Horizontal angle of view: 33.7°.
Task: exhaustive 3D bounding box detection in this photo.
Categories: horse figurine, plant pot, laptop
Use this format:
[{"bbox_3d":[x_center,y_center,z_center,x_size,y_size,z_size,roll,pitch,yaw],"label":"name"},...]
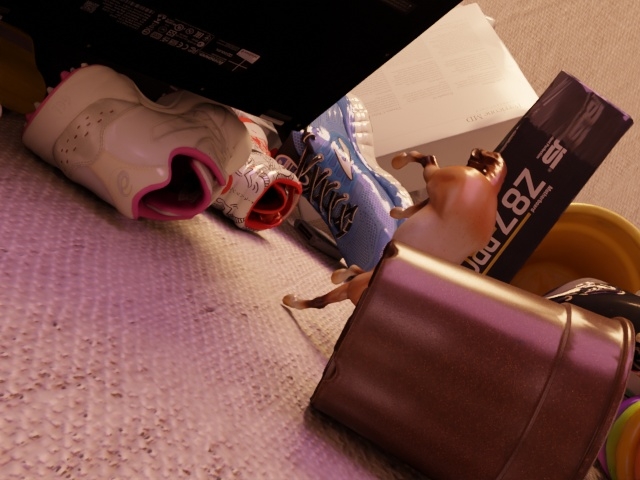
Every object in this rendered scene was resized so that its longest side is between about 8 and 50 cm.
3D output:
[{"bbox_3d":[0.081,0.004,0.898,0.066,0.263,0.174,49,-18,-27],"label":"horse figurine"},{"bbox_3d":[0.092,0.089,0.698,0.165,0.167,0.167,27,7,1],"label":"plant pot"},{"bbox_3d":[0.365,0.091,1.608,0.254,0.254,0.239,35,-8,7],"label":"plant pot"},{"bbox_3d":[-0.138,-0.265,0.918,0.382,0.408,0.236,15,51,-44],"label":"laptop"}]

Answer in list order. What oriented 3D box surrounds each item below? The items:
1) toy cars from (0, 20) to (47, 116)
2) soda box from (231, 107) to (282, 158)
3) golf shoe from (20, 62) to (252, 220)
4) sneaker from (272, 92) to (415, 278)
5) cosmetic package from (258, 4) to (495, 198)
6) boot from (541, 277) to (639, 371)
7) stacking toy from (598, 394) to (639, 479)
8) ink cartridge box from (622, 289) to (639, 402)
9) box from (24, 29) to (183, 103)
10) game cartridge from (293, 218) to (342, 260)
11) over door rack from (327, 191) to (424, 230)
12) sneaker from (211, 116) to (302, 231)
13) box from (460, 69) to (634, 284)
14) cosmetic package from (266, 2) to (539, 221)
[{"bbox_3d":[-0.308,-0.173,0.886,0.176,0.087,0.393,32,7,-11],"label":"toy cars"},{"bbox_3d":[-0.182,-0.182,1.491,0.286,0.091,0.098,36,8,20],"label":"soda box"},{"bbox_3d":[-0.132,-0.067,0.950,0.140,0.115,0.306,45,18,16],"label":"golf shoe"},{"bbox_3d":[0.009,-0.067,1.346,0.147,0.130,0.330,5,45,-34],"label":"sneaker"},{"bbox_3d":[0.067,-0.282,1.917,0.394,0.329,0.327,24,-5,8],"label":"cosmetic package"},{"bbox_3d":[0.266,0.104,1.031,0.236,0.085,0.178,-23,18,-33],"label":"boot"},{"bbox_3d":[0.350,0.219,1.101,0.166,0.175,0.302,39,-9,-17],"label":"stacking toy"},{"bbox_3d":[0.414,0.174,1.247,0.201,0.117,0.278,35,-21,9],"label":"ink cartridge box"},{"bbox_3d":[-0.274,-0.209,1.219,0.261,0.103,0.184,27,13,-43],"label":"box"},{"bbox_3d":[0.000,0.000,1.401,0.056,0.017,0.083,26,10,-27],"label":"game cartridge"},{"bbox_3d":[0.050,-0.056,1.712,0.324,0.108,0.239,22,0,29],"label":"over door rack"},{"bbox_3d":[-0.083,-0.074,1.238,0.145,0.090,0.270,36,11,10],"label":"sneaker"},{"bbox_3d":[0.189,-0.022,1.179,0.097,0.318,0.395,36,6,5],"label":"box"},{"bbox_3d":[0.112,-0.200,1.598,0.284,0.377,0.097,-110,-174,-45],"label":"cosmetic package"}]
